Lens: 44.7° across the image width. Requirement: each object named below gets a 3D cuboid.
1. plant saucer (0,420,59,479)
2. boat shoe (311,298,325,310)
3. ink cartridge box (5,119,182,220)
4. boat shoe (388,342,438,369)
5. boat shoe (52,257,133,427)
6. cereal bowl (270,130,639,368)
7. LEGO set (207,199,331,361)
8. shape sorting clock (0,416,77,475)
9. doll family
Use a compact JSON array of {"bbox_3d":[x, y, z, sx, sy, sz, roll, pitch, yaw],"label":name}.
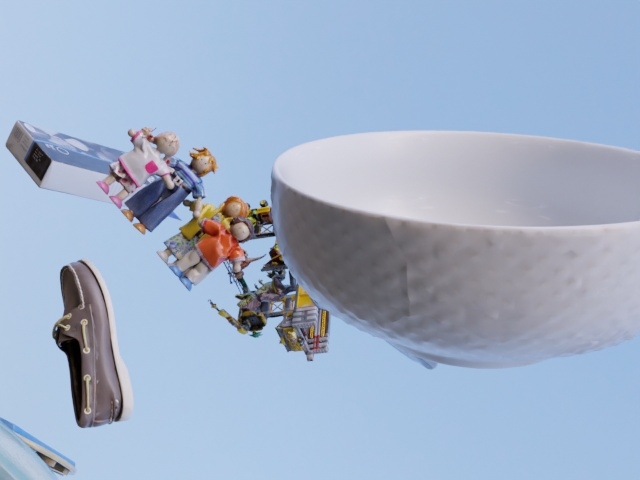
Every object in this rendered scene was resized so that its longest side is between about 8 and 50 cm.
[{"bbox_3d":[-0.182,0.173,0.249,0.043,0.317,0.318,-30,-101,32],"label":"plant saucer"},{"bbox_3d":[0.000,0.000,1.003,0.066,0.066,0.183,129,-36,-74],"label":"boat shoe"},{"bbox_3d":[-0.416,-0.130,1.499,0.165,0.332,0.065,40,-75,36],"label":"ink cartridge box"},{"bbox_3d":[0.148,0.123,1.163,0.109,0.302,0.098,37,-95,8],"label":"boat shoe"},{"bbox_3d":[-0.438,0.185,1.443,0.116,0.096,0.324,-37,-114,47],"label":"boat shoe"},{"bbox_3d":[0.128,0.006,0.627,0.339,0.339,0.141,17,-66,42],"label":"cereal bowl"},{"bbox_3d":[-0.105,0.107,1.516,0.254,0.192,0.331,-3,-47,8],"label":"LEGO set"},{"bbox_3d":[-0.427,0.273,1.058,0.206,0.040,0.206,24,-24,12],"label":"shape sorting clock"},{"bbox_3d":[-0.208,-0.057,1.192,0.263,0.163,0.118,50,-9,-5],"label":"doll family"}]
